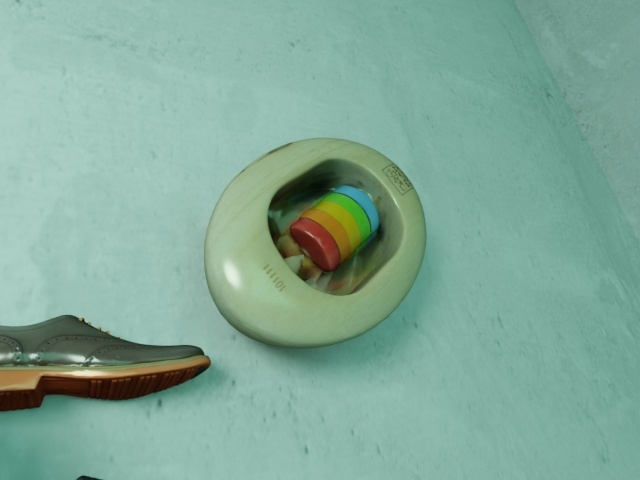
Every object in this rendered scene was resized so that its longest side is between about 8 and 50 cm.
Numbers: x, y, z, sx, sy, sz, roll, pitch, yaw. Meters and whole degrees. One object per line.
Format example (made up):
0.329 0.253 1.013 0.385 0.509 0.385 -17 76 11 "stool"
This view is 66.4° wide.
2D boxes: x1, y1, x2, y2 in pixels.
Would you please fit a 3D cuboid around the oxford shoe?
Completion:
-0.260 0.128 0.564 0.271 0.097 0.099 6 54 -32 "oxford shoe"

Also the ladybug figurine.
0.000 0.000 0.772 0.305 0.162 0.449 52 48 4 "ladybug figurine"

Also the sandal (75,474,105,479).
-0.077 0.391 0.490 0.445 0.167 0.107 38 66 -9 "sandal"
